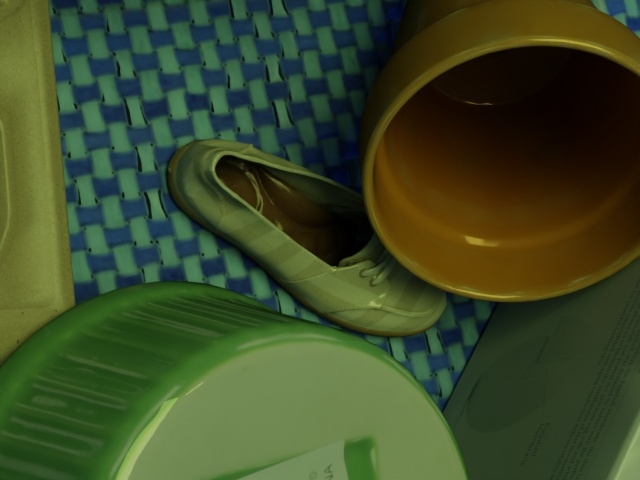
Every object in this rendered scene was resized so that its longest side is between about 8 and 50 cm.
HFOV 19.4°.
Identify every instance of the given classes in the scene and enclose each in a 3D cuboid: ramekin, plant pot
[{"bbox_3d":[-0.055,0.178,1.078,0.303,0.148,0.303,-1,92,-35],"label":"ramekin"},{"bbox_3d":[0.123,-0.096,1.237,0.205,0.205,0.188,28,32,-23],"label":"plant pot"}]

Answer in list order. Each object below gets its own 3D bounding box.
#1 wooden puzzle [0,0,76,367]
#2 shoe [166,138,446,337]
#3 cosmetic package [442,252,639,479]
[{"bbox_3d":[-0.309,-0.080,1.066,0.322,0.080,0.347,-1,85,-30],"label":"wooden puzzle"},{"bbox_3d":[0.000,0.000,1.234,0.219,0.058,0.076,30,67,-22],"label":"shoe"},{"bbox_3d":[0.195,0.129,1.225,0.138,0.225,0.224,38,64,-18],"label":"cosmetic package"}]
